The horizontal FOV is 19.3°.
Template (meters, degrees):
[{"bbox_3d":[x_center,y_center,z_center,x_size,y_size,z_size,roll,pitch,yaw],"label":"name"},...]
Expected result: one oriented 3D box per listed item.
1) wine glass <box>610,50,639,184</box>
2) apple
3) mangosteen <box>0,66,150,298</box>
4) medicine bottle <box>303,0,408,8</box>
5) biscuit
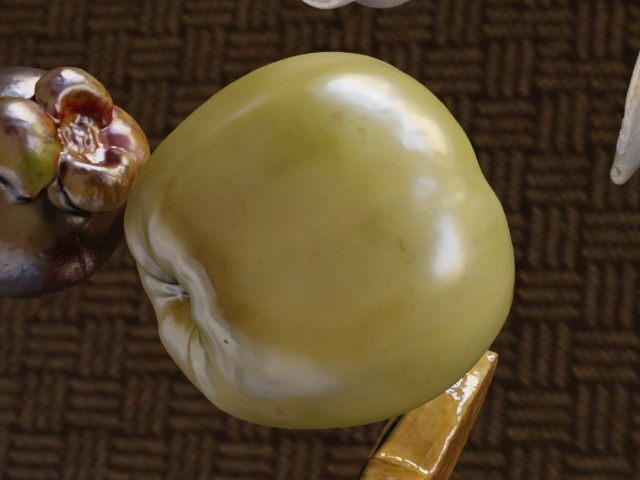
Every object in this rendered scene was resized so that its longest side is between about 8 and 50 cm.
[{"bbox_3d":[0.236,-0.059,0.806,0.196,0.165,0.165,21,80,12],"label":"wine glass"},{"bbox_3d":[0.000,0.000,1.283,0.262,0.262,0.262,-7,70,20],"label":"apple"},{"bbox_3d":[-0.239,-0.052,1.562,0.209,0.210,0.210,-7,70,20],"label":"mangosteen"},{"bbox_3d":[0.063,-0.285,1.728,0.135,0.215,0.135,22,126,35],"label":"medicine bottle"},{"bbox_3d":[0.034,0.225,1.405,0.057,0.287,0.344,25,82,10],"label":"biscuit"}]
